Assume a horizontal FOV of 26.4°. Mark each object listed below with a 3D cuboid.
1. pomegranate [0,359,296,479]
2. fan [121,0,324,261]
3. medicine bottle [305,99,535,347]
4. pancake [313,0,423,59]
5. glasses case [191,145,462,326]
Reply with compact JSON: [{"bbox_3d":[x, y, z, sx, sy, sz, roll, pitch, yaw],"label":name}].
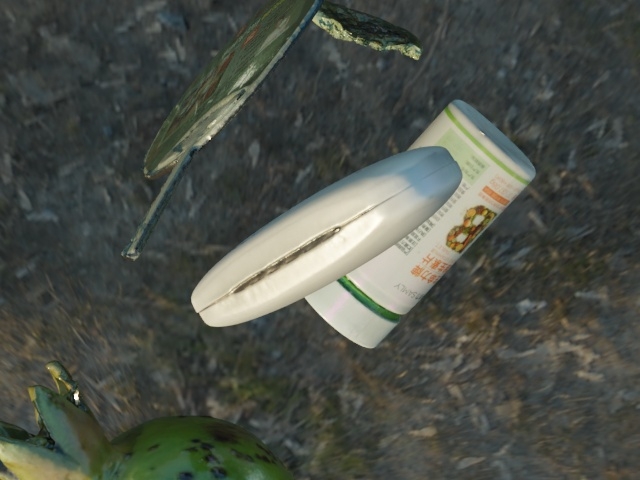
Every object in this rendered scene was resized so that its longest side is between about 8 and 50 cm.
[{"bbox_3d":[-0.148,0.230,1.121,0.286,0.231,0.231,34,78,-1],"label":"pomegranate"},{"bbox_3d":[-0.089,-0.095,1.009,0.012,0.223,0.294,40,70,-17],"label":"fan"},{"bbox_3d":[0.071,-0.012,1.021,0.086,0.086,0.183,43,104,4],"label":"medicine bottle"},{"bbox_3d":[0.036,-0.209,1.327,0.129,0.116,0.023,11,112,-31],"label":"pancake"},{"bbox_3d":[0.000,0.000,0.795,0.076,0.197,0.049,-30,90,-50],"label":"glasses case"}]
